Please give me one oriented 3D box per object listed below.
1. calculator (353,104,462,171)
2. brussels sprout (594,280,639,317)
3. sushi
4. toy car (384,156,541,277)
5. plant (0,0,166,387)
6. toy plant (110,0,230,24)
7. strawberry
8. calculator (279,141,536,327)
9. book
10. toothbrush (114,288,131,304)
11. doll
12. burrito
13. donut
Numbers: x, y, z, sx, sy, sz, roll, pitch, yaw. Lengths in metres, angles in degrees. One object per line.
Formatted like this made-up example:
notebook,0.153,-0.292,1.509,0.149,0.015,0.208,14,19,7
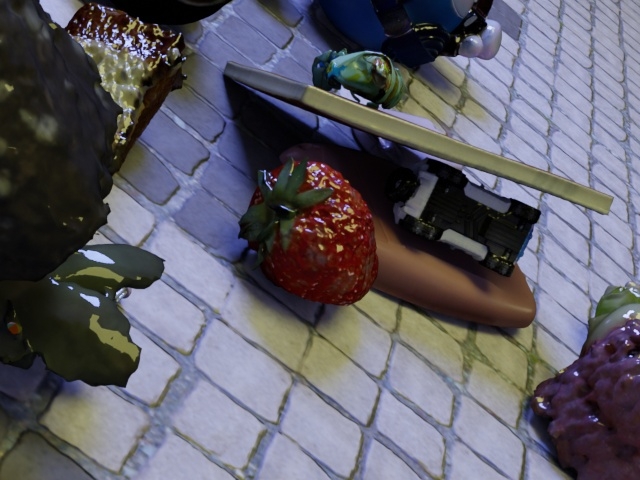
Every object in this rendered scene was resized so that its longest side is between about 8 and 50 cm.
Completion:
calculator,0.109,-0.119,1.648,0.175,0.032,0.100,7,43,-49
brussels sprout,0.397,0.121,1.582,0.151,0.122,0.149,18,-4,44
sushi,0.356,0.169,1.389,0.270,0.171,0.236,2,46,-46
toy car,0.144,-0.029,1.397,0.171,0.080,0.070,24,4,-24
plant,-0.229,-0.029,0.880,0.215,0.213,0.312,-94,166,-54
toy plant,-0.179,-0.328,1.453,0.218,0.175,0.235,33,-1,-33
strawberry,0.002,-0.003,1.230,0.148,0.131,0.131,19,33,-24
calculator,0.113,-0.006,1.464,0.330,0.048,0.220,19,33,-36
book,0.100,-0.115,1.450,0.374,0.028,0.262,17,7,-23
toothbrush,-0.262,-0.048,1.055,0.286,0.020,0.025,41,33,-1
doll,0.122,-0.363,1.828,0.310,0.240,0.284,16,60,-67
burrito,0.038,-0.175,1.446,0.104,0.054,0.288,18,6,6
donut,-0.196,-0.127,1.173,0.126,0.144,0.186,34,57,-3
